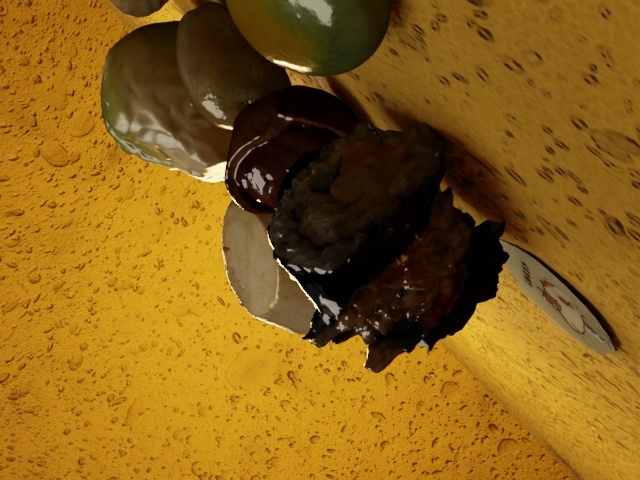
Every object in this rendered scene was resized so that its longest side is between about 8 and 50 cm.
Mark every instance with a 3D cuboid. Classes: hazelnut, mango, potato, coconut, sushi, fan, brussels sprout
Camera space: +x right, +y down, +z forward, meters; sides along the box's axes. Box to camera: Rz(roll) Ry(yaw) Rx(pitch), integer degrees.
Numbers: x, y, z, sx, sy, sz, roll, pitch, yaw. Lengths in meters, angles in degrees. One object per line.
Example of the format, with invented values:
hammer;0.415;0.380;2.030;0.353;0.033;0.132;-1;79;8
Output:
hazelnut;-0.037;-0.121;0.946;0.202;0.170;0.160;-20;80;55
mango;-0.012;-0.193;0.569;0.130;0.092;0.195;48;168;-19
potato;-0.136;-0.255;1.036;0.194;0.157;0.157;61;175;-9
coconut;0.000;0.000;1.179;0.323;0.323;0.323;45;177;3
sushi;0.073;0.007;0.770;0.219;0.238;0.225;42;-165;-30
fan;0.323;0.113;0.815;0.329;0.009;0.191;47;177;31
brussels sprout;-0.242;-0.242;1.214;0.274;0.243;0.316;17;-135;-36

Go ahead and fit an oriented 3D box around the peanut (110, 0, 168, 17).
peanut;-0.276;-0.409;1.034;0.123;0.123;0.257;46;175;-9
